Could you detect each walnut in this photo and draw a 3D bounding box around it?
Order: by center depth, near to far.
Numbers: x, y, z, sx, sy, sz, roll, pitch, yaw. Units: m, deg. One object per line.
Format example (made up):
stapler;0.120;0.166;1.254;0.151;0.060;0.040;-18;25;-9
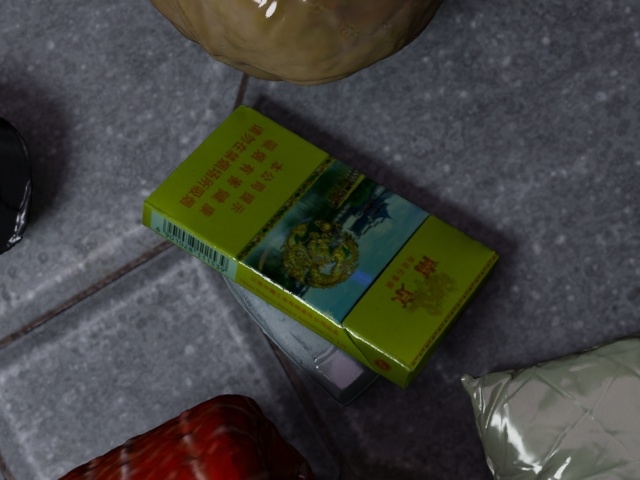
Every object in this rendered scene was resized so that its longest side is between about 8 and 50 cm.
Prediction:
walnut;-0.010;-0.338;1.666;0.381;0.381;0.381;-2;80;10

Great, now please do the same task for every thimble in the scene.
thimble;-0.093;0.327;1.554;0.230;0.350;0.350;-30;76;4

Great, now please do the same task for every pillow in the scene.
pillow;0.308;0.238;1.634;0.274;0.076;0.281;-16;84;10

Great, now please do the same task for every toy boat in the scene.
toy boat;-0.033;0.070;1.727;0.078;0.085;0.260;-42;65;0

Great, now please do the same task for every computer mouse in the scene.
computer mouse;-0.438;-0.067;1.815;0.295;0.087;0.168;7;96;26

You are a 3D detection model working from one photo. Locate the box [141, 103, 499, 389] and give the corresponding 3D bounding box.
box;0.000;0.000;1.700;0.335;0.047;0.187;32;54;13
